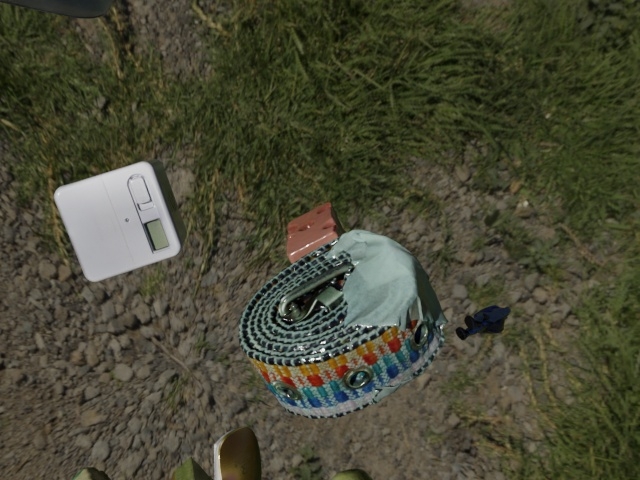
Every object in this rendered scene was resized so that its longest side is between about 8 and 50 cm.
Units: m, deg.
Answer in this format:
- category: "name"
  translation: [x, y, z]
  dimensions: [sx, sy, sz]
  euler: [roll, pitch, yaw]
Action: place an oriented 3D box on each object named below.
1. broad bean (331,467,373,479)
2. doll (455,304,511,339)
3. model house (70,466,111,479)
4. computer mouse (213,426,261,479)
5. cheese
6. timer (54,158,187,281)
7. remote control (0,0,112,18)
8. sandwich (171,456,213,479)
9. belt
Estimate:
- category: "broad bean"
  translation: [0.071, 0.431, 0.925]
  dimensions: [0.082, 0.124, 0.174]
  euler: [-20, 64, 20]
- category: "doll"
  translation: [0.399, 0.195, 1.482]
  dimensions: [0.195, 0.096, 0.070]
  euler: [-7, 52, -44]
- category: "model house"
  translation: [-0.594, 0.860, 1.628]
  dimensions: [0.342, 0.334, 0.382]
  euler: [42, 76, -16]
- category: "computer mouse"
  translation: [-0.187, 0.536, 1.381]
  dimensions: [0.126, 0.056, 0.245]
  euler: [-17, 115, -52]
- category: "cheese"
  translation: [0.003, 0.013, 1.324]
  dimensions: [0.128, 0.177, 0.203]
  euler: [-26, 80, 7]
- category: "timer"
  translation: [-0.393, -0.048, 1.253]
  dimensions: [0.194, 0.195, 0.192]
  euler: [-19, 102, -7]
- category: "remote control"
  translation: [-0.239, -0.218, 0.460]
  dimensions: [0.044, 0.229, 0.073]
  euler: [-4, 94, 28]
- category: "sandwich"
  translation: [-0.183, 0.417, 0.966]
  dimensions: [0.063, 0.212, 0.245]
  euler: [-42, 132, -15]
- category: "belt"
  translation: [0.030, 0.108, 0.810]
  dimensions: [0.257, 0.207, 0.150]
  euler: [-29, 125, -4]
